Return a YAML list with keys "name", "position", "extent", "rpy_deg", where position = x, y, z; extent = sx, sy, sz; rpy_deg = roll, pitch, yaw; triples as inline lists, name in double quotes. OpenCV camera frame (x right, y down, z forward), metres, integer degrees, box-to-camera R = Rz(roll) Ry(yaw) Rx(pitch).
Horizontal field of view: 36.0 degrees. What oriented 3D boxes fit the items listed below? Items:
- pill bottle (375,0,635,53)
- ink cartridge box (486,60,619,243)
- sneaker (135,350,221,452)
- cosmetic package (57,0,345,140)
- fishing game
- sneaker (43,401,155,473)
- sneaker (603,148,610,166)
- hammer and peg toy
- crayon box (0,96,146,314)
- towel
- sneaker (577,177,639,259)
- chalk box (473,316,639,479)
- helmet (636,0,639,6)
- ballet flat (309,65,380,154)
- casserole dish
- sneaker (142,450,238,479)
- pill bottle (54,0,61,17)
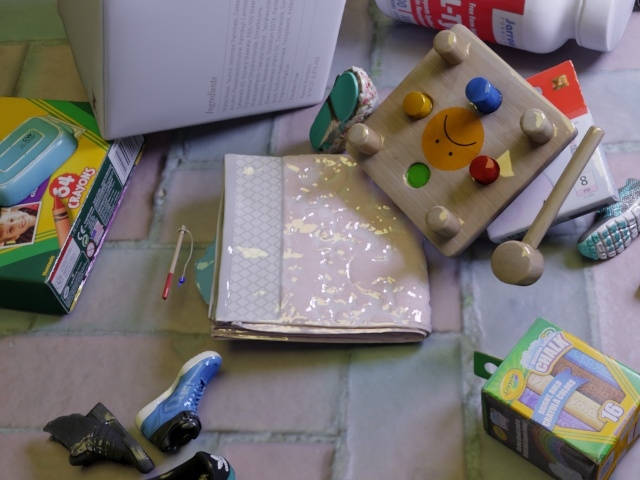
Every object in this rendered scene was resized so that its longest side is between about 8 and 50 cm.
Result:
- name: "pill bottle"
  position: [0.310, -0.444, 1.645]
  extent: [0.407, 0.229, 0.229]
  rpy_deg: [19, 61, 24]
- name: "ink cartridge box"
  position: [0.310, -0.133, 1.447]
  extent: [0.189, 0.066, 0.232]
  rpy_deg: [-21, 76, 24]
- name: "sneaker"
  position: [-0.179, 0.228, 1.366]
  extent: [0.152, 0.058, 0.084]
  rpy_deg: [-42, 51, -13]
- name: "cosmetic package"
  position: [-0.204, -0.411, 1.593]
  extent: [0.393, 0.327, 0.329]
  rpy_deg: [-13, 58, -20]
- name: "fishing game"
  position: [-0.100, 0.046, 1.498]
  extent: [0.264, 0.041, 0.189]
  rpy_deg: [5, 56, 5]
- name: "sneaker"
  position: [-0.307, 0.288, 1.360]
  extent: [0.089, 0.051, 0.170]
  rpy_deg: [-40, 52, -17]
- name: "sneaker"
  position: [0.340, -0.150, 1.514]
  extent: [0.221, 0.087, 0.083]
  rpy_deg: [16, 59, 22]
- name: "hammer and peg toy"
  position: [0.231, -0.113, 1.388]
  extent: [0.266, 0.127, 0.361]
  rpy_deg: [-47, 63, 11]
- name: "crayon box"
  position: [-0.499, -0.070, 1.622]
  extent: [0.313, 0.106, 0.363]
  rpy_deg: [6, 56, 16]
- name: "towel"
  position: [0.000, 0.000, 1.470]
  extent: [0.317, 0.053, 0.332]
  rpy_deg: [1, 55, -1]
- name: "sneaker"
  position: [0.430, -0.035, 1.439]
  extent: [0.166, 0.065, 0.076]
  rpy_deg: [-33, 38, -16]
- name: "chalk box"
  position: [0.289, 0.199, 1.244]
  extent: [0.213, 0.132, 0.132]
  rpy_deg: [33, 67, 28]
- name: "helmet"
  position: [0.575, -0.493, 1.665]
  extent: [0.169, 0.161, 0.169]
  rpy_deg: [-6, 54, 8]
- name: "ballet flat"
  position: [0.048, -0.206, 1.539]
  extent: [0.077, 0.241, 0.091]
  rpy_deg: [-7, 77, -19]
- name: "casserole dish"
  position: [-0.477, -0.134, 1.575]
  extent: [0.114, 0.037, 0.188]
  rpy_deg: [28, 63, 29]
- name: "sneaker"
  position: [-0.236, 0.374, 1.235]
  extent: [0.302, 0.121, 0.108]
  rpy_deg: [-41, 56, -17]
- name: "pill bottle"
  position: [-0.394, -0.428, 1.852]
  extent: [0.208, 0.117, 0.117]
  rpy_deg: [33, 67, 29]
